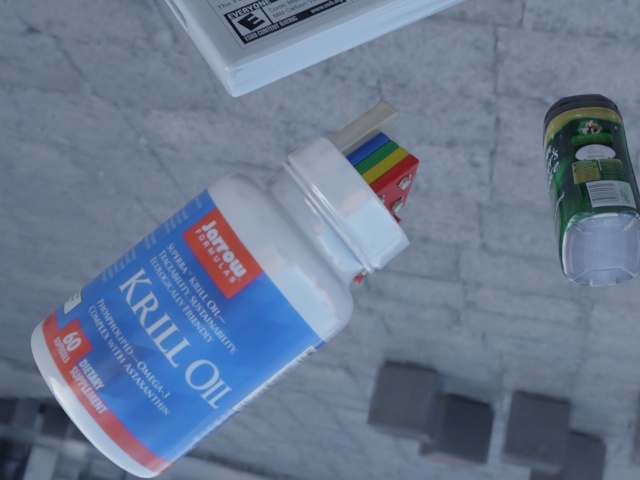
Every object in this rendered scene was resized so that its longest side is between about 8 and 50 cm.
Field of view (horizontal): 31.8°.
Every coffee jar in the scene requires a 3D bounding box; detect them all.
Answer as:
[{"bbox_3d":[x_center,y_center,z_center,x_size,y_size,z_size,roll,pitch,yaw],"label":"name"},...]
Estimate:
[{"bbox_3d":[0.252,-0.052,1.046,0.079,0.184,0.096,-4,132,8],"label":"coffee jar"}]

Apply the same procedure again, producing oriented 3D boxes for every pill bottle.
[{"bbox_3d":[-0.059,0.035,0.704,0.124,0.221,0.124,50,-179,-1],"label":"pill bottle"}]

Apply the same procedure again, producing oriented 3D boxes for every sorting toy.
[{"bbox_3d":[0.000,0.000,1.340,0.089,0.257,0.255,41,147,18],"label":"sorting toy"}]

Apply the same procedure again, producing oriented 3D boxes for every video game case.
[{"bbox_3d":[0.011,-0.277,0.924,0.329,0.300,0.036,-25,145,-13],"label":"video game case"}]
